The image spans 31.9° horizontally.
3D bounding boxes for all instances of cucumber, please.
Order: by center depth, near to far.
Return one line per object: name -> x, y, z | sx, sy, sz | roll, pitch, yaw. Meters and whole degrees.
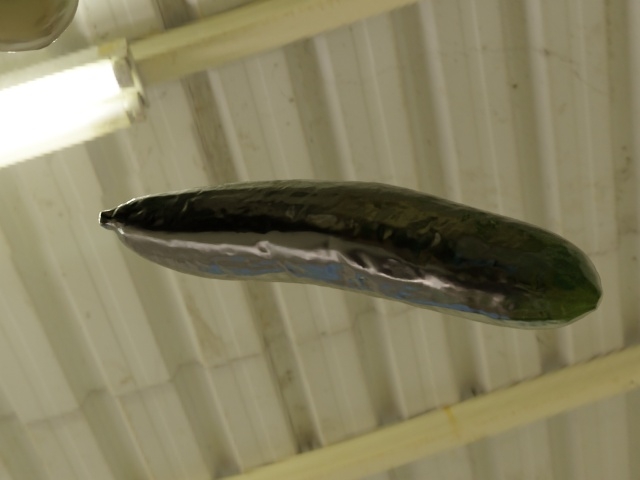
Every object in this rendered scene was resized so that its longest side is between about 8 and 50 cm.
cucumber -> 0.000, 0.000, 0.514 | 0.056, 0.284, 0.056 | -10, -76, -48

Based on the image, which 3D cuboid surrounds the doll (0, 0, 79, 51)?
doll -> -0.382, -0.160, 0.608 | 0.365, 0.187, 0.376 | -15, -37, 28
